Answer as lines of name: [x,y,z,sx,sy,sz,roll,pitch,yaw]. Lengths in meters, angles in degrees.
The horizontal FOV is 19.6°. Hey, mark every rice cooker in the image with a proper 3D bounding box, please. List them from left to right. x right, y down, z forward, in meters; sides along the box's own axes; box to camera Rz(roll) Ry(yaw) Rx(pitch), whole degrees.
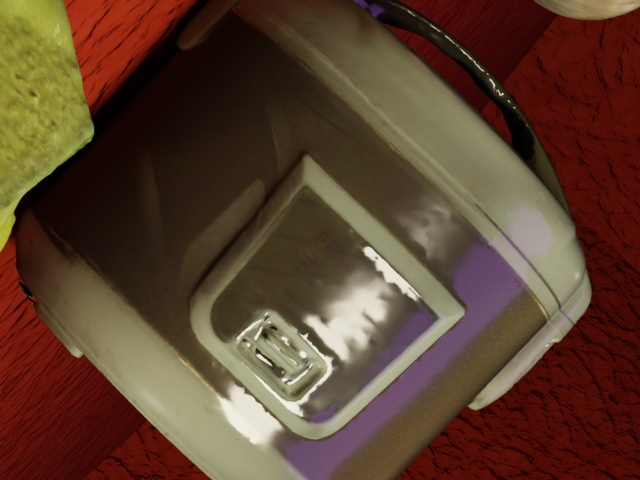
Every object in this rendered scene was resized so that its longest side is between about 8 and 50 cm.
rice cooker: [0.000,0.000,1.260,0.325,0.335,0.335,-46,174,-2]

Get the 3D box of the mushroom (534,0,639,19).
mushroom: [0.122,-0.245,1.172,0.243,0.243,0.243,-47,174,-6]

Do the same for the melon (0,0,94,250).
melon: [-0.229,0.023,0.751,0.323,0.124,0.196,-44,176,30]
